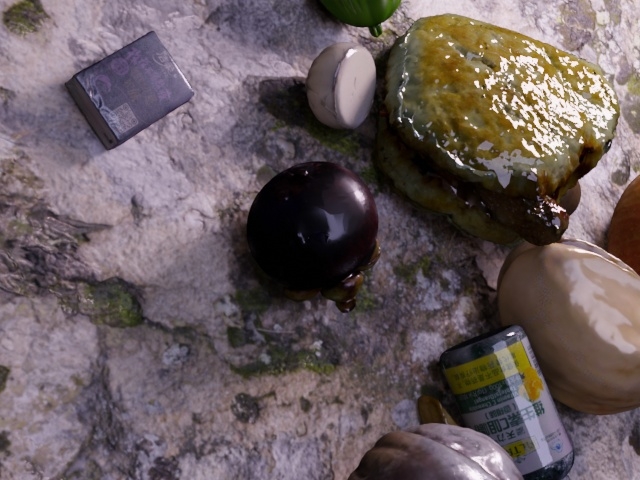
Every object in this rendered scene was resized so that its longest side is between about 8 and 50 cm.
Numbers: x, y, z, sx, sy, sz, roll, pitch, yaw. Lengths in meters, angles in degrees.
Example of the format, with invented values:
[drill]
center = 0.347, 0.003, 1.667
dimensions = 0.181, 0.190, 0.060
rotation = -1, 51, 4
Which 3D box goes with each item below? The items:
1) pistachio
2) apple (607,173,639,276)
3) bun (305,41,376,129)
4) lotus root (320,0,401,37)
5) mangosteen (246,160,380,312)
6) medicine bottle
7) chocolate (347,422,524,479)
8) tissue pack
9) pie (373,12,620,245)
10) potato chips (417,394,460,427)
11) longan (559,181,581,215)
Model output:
[pistachio]
center = 0.421, 0.134, 1.863
dimensions = 0.238, 0.229, 0.321
rotation = -39, 94, 5
[apple]
center = 0.656, 0.000, 2.039
dimensions = 0.277, 0.250, 0.309
rotation = 1, 77, -34
[bun]
center = 0.020, -0.241, 1.798
dimensions = 0.138, 0.094, 0.138
rotation = -28, 125, -51
[lotus root]
center = 0.070, -0.405, 1.850
dimensions = 0.186, 0.186, 0.186
rotation = 11, 69, -30
[mangosteen]
center = 0.000, 0.000, 1.662
dimensions = 0.194, 0.194, 0.230
rotation = -52, 129, -33
[medicine bottle]
center = 0.297, 0.285, 1.777
dimensions = 0.141, 0.141, 0.293
rotation = -20, 87, -36
[chocolate]
center = 0.155, 0.366, 1.602
dimensions = 0.303, 0.303, 0.213
rotation = 27, 45, -24
[tissue pack]
center = -0.263, -0.210, 1.625
dimensions = 0.156, 0.051, 0.112
rotation = -39, 100, -36
[pie]
center = 0.281, -0.206, 1.900
dimensions = 0.395, 0.180, 0.418
rotation = 30, 54, -2
[potato chips]
center = 0.223, 0.427, 1.734
dimensions = 0.080, 0.057, 0.407
rotation = -2, 76, -37
[longan]
center = 0.397, -0.073, 1.991
dimensions = 0.113, 0.092, 0.113
rotation = -45, 144, -48
